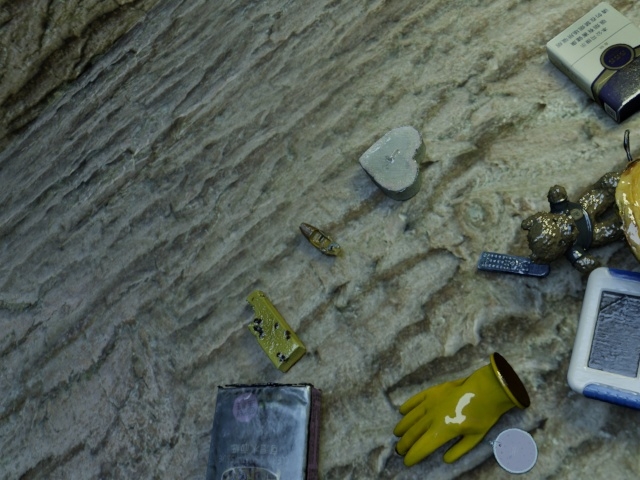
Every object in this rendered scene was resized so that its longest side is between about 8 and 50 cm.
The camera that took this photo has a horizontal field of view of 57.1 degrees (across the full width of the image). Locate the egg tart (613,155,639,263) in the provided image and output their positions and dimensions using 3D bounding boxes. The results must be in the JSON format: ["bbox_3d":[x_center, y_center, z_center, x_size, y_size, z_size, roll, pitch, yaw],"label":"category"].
[{"bbox_3d":[0.645,-0.023,1.069,0.296,0.132,0.297,5,64,-11],"label":"egg tart"}]

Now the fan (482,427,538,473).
[{"bbox_3d":[0.361,0.408,1.165,0.133,0.005,0.085,9,74,31],"label":"fan"}]

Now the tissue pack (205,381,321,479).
[{"bbox_3d":[-0.127,0.511,1.327,0.259,0.122,0.362,-6,64,24],"label":"tissue pack"}]

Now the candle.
[{"bbox_3d":[0.181,-0.196,1.497,0.168,0.068,0.192,2,68,26],"label":"candle"}]

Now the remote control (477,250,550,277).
[{"bbox_3d":[0.420,0.055,1.278,0.152,0.027,0.044,10,80,34],"label":"remote control"}]

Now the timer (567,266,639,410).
[{"bbox_3d":[0.577,0.184,1.100,0.178,0.078,0.254,10,72,35],"label":"timer"}]

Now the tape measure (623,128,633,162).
[{"bbox_3d":[0.661,-0.143,1.147,0.107,0.180,0.104,-25,42,19],"label":"tape measure"}]

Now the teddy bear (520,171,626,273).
[{"bbox_3d":[0.520,-0.024,1.190,0.251,0.129,0.182,-17,71,-11],"label":"teddy bear"}]

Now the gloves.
[{"bbox_3d":[0.266,0.353,1.201,0.294,0.116,0.133,-38,24,20],"label":"gloves"}]

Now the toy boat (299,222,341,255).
[{"bbox_3d":[0.000,0.000,1.524,0.149,0.049,0.047,37,88,35],"label":"toy boat"}]

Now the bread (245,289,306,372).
[{"bbox_3d":[-0.130,0.225,1.497,0.088,0.049,0.226,-47,54,4],"label":"bread"}]

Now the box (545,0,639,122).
[{"bbox_3d":[0.655,-0.402,1.320,0.168,0.071,0.259,-37,55,10],"label":"box"}]
